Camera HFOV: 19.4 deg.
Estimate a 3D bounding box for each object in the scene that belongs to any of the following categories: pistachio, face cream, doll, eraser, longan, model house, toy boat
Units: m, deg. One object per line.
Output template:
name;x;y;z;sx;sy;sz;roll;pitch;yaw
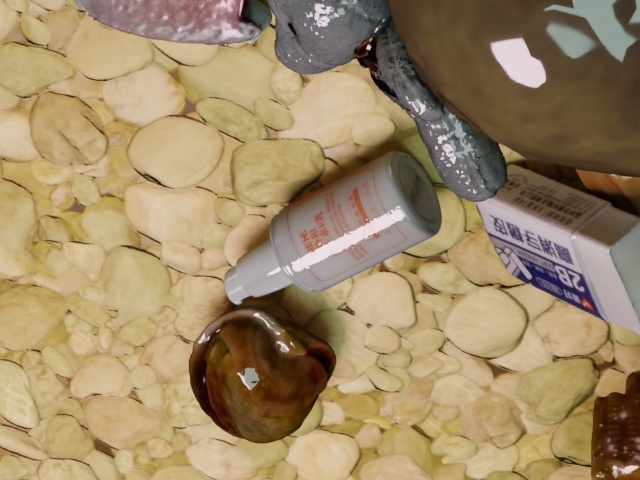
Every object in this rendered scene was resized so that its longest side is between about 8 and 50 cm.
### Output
pistachio;-0.064;0.157;2.090;0.165;0.130;0.210;-2;137;4
face cream;0.000;0.000;1.974;0.251;0.101;0.101;-27;121;25
doll;0.048;-0.169;1.744;0.158;0.246;0.340;-27;117;6
eraser;0.258;0.009;1.890;0.068;0.210;0.124;-38;123;-18
longan;0.261;-0.248;1.571;0.435;0.404;0.404;4;133;-29
model house;0.396;0.230;2.039;0.229;0.199;0.219;29;139;-14
toy boat;-0.146;-0.271;1.801;0.227;0.085;0.155;8;138;-14

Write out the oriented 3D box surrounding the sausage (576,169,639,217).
sausage;0.332;-0.067;1.871;0.136;0.120;0.241;-24;122;9
